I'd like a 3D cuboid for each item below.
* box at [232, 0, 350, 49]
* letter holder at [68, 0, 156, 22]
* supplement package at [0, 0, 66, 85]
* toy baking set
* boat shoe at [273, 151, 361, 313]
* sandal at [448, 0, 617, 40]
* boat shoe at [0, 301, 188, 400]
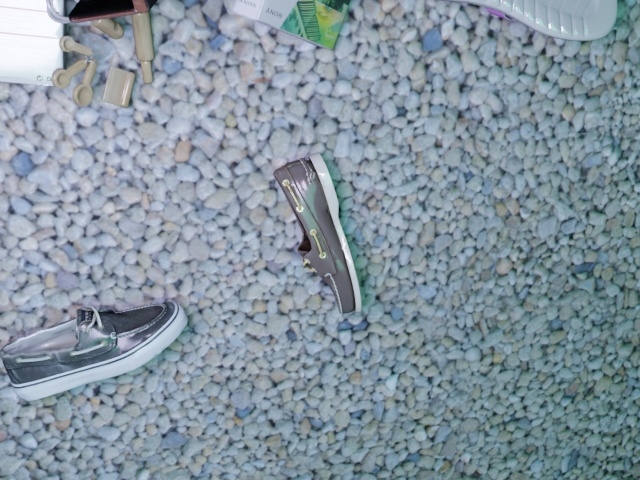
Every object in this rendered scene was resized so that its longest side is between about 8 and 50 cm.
[{"bbox_3d":[-0.001,-0.481,1.149,0.232,0.058,0.322,-4,119,-59],"label":"box"},{"bbox_3d":[-0.307,-0.428,1.000,0.214,0.302,0.152,-5,129,16],"label":"letter holder"},{"bbox_3d":[-0.441,-0.335,1.104,0.105,0.105,0.179,2,109,-16],"label":"supplement package"},{"bbox_3d":[-0.333,-0.320,1.121,0.197,0.030,0.256,-33,133,-50],"label":"toy baking set"},{"bbox_3d":[0.000,0.000,1.374,0.097,0.116,0.324,-19,111,-6],"label":"boat shoe"},{"bbox_3d":[0.340,-0.471,1.318,0.416,0.102,0.169,15,90,-9],"label":"sandal"},{"bbox_3d":[-0.408,0.178,1.301,0.335,0.121,0.119,-24,120,-6],"label":"boat shoe"}]
